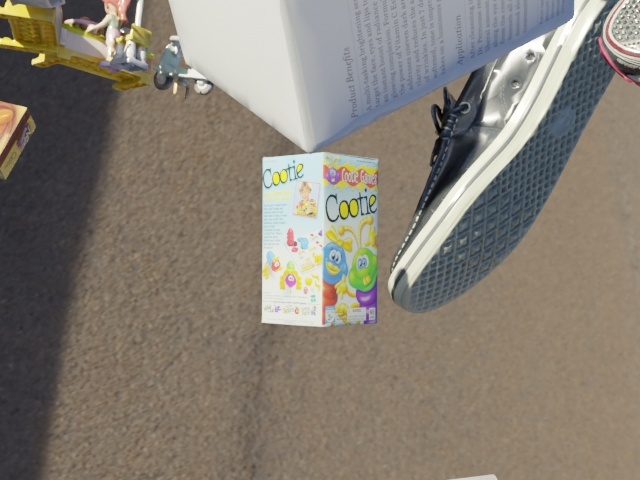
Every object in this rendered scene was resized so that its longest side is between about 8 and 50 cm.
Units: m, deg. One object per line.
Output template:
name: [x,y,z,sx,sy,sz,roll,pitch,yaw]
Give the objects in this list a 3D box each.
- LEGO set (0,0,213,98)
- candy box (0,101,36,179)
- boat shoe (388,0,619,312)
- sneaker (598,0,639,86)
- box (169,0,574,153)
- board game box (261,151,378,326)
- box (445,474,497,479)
LEGO set: [-0.189,-0.202,0.763,0.287,0.132,0.107,20,74,-67]
candy box: [-0.551,-0.170,1.451,0.187,0.053,0.109,14,61,10]
boat shoe: [0.228,-0.130,1.263,0.156,0.500,0.187,33,5,37]
sneaker: [0.334,-0.226,0.690,0.112,0.299,0.121,16,47,-48]
box: [0.022,-0.138,0.475,0.170,0.130,0.091,-29,133,-20]
board game box: [0.000,0.000,1.564,0.142,0.144,0.275,1,89,-47]
box: [0.069,0.282,0.721,0.114,0.203,0.103,0,44,-24]
